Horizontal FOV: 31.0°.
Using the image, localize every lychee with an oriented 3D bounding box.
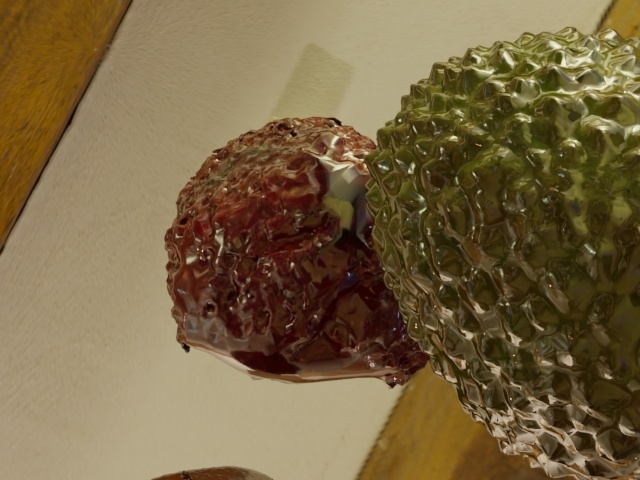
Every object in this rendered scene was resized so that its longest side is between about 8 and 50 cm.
[{"bbox_3d":[0.175,0.017,0.661,0.320,0.270,0.269,13,-83,9],"label":"lychee"}]

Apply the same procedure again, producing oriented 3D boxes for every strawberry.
[{"bbox_3d":[0.000,0.000,0.991,0.274,0.274,0.220,12,-44,-13],"label":"strawberry"}]

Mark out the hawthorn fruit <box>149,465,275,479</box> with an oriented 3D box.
[{"bbox_3d":[-0.108,0.274,0.960,0.202,0.185,0.185,16,-84,-22],"label":"hawthorn fruit"}]
